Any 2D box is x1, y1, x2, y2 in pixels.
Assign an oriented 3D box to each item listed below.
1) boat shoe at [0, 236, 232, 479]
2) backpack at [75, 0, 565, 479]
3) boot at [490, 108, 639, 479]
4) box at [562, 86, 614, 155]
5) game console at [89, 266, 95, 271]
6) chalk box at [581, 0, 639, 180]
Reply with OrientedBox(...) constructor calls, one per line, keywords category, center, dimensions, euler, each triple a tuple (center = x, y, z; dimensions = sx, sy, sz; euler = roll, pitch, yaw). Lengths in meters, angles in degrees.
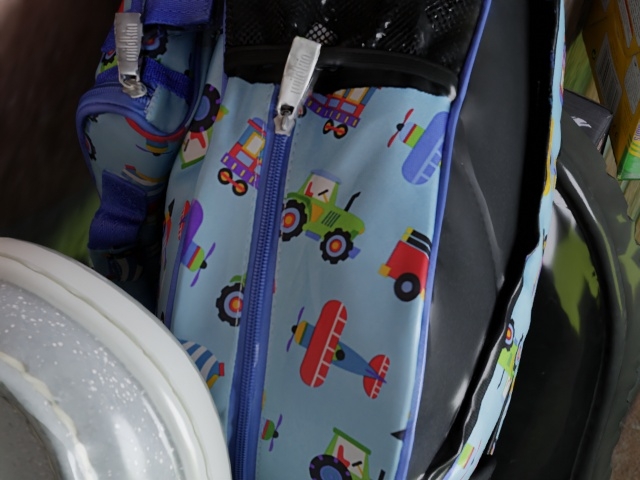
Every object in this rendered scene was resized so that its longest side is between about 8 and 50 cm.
OrientedBox(category="boat shoe", center=(-0.117, 0.149, 0.403), dimensions=(0.320, 0.118, 0.103), euler=(-61, 172, 21))
OrientedBox(category="backpack", center=(0.000, 0.000, 0.448), dimensions=(0.158, 0.117, 0.173), euler=(86, 15, -66))
OrientedBox(category="boot", center=(0.024, 0.115, 0.816), dimensions=(0.260, 0.131, 0.348), euler=(-32, 133, -34))
OrientedBox(category="box", center=(0.098, 0.040, 1.090), dimensions=(0.231, 0.056, 0.183), euler=(-56, 164, -25))
OrientedBox(category="game console", center=(-0.077, 0.097, 0.504), dimensions=(0.124, 0.085, 0.144), euler=(-32, 146, -64))
OrientedBox(category="chalk box", center=(0.285, -0.126, 1.070), dimensions=(0.132, 0.213, 0.132), euler=(96, -10, -52))
